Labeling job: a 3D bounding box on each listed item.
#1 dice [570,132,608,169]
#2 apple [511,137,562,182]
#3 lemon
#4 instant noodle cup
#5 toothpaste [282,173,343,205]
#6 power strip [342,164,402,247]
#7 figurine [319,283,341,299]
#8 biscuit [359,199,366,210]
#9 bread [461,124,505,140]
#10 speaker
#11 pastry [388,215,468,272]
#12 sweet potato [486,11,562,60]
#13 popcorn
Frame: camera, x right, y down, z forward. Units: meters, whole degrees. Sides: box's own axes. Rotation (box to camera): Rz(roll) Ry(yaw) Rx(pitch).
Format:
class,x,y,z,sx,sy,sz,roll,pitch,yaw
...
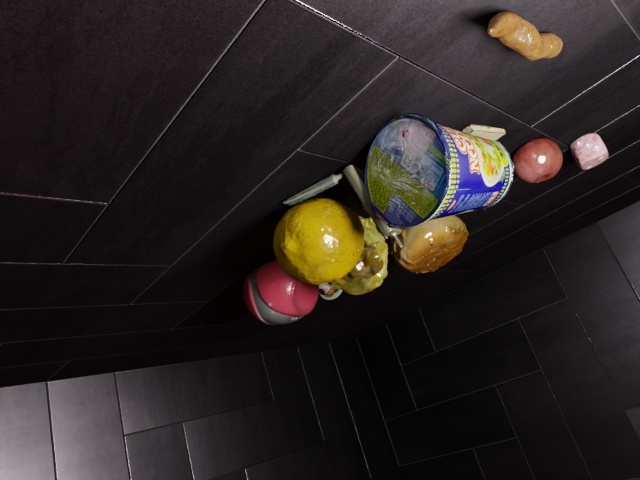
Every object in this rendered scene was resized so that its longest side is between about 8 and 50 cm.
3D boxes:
class,x,y,z,sx,sy,sz,roll,pitch,yaw
dice,0.909,-0.302,1.678,0.091,0.093,0.094,-27,156,23
apple,0.696,-0.251,1.591,0.153,0.120,0.153,-16,160,-6
lemon,0.000,0.000,1.461,0.310,0.253,0.253,-19,165,-44
instant noodle cup,0.321,-0.172,1.276,0.312,0.284,0.284,-4,155,-36
toothpaste,-0.019,-0.142,1.404,0.197,0.029,0.048,-25,162,25
power strip,0.148,-0.092,1.341,0.034,0.268,0.092,-36,162,20
figurine,0.015,0.170,2.118,0.132,0.132,0.153,-26,145,19
biscuit,0.243,-0.161,1.562,0.250,0.036,0.165,-22,160,9
bread,0.453,-0.297,1.405,0.153,0.028,0.068,-4,156,-34
speaker,-0.158,0.196,1.930,0.294,0.294,0.294,-16,159,-6
pastry,0.396,-0.009,1.860,0.315,0.184,0.284,6,138,-46
sweet potato,0.405,-0.418,1.013,0.281,0.067,0.059,-1,-174,-39
popcorn,0.104,0.045,1.681,0.293,0.293,0.237,-29,-166,26
